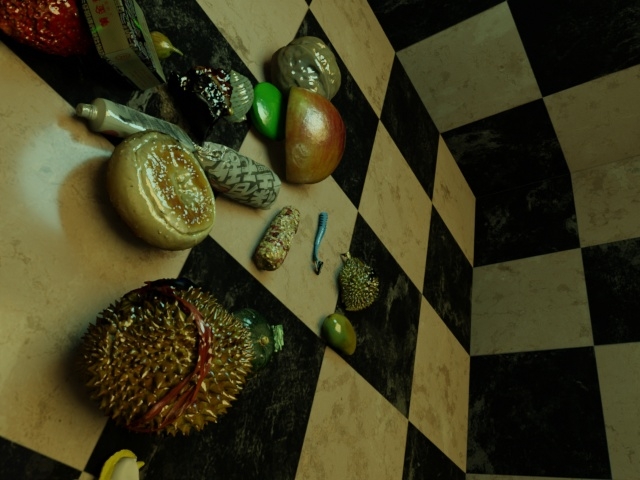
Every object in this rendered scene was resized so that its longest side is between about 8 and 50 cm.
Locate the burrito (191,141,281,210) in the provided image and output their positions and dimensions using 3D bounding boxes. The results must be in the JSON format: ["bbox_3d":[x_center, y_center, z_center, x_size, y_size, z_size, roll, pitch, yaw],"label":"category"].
[{"bbox_3d":[-0.250,-0.191,1.478,0.445,0.101,0.139,20,83,-65],"label":"burrito"}]

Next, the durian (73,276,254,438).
[{"bbox_3d":[-0.318,0.242,1.069,0.384,0.347,0.348,-7,84,-45],"label":"durian"}]

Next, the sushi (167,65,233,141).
[{"bbox_3d":[-0.329,-0.425,1.453,0.172,0.153,0.150,50,58,-3],"label":"sushi"}]

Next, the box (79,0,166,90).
[{"bbox_3d":[-0.468,-0.496,1.187,0.310,0.084,0.198,-148,-140,-84],"label":"box"}]

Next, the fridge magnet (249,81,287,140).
[{"bbox_3d":[-0.176,-0.446,1.737,0.208,0.088,0.208,32,53,-54],"label":"fridge magnet"}]

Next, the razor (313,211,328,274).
[{"bbox_3d":[0.000,0.000,1.878,0.082,0.042,0.253,104,-5,-59],"label":"razor"}]

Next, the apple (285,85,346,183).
[{"bbox_3d":[-0.039,-0.364,1.766,0.254,0.179,0.346,-17,116,-43],"label":"apple"}]

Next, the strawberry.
[{"bbox_3d":[-0.600,-0.491,1.075,0.201,0.187,0.184,-22,56,-30],"label":"strawberry"}]

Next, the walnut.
[{"bbox_3d":[-0.057,-0.611,1.859,0.273,0.227,0.273,24,58,-46],"label":"walnut"}]

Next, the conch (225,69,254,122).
[{"bbox_3d":[-0.273,-0.465,1.605,0.135,0.102,0.153,-26,99,-38],"label":"conch"}]

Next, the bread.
[{"bbox_3d":[-0.392,-0.116,1.224,0.305,0.158,0.306,40,40,-45],"label":"bread"}]

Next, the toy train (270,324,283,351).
[{"bbox_3d":[-0.139,0.305,1.560,0.053,0.033,0.083,4,75,-59],"label":"toy train"}]

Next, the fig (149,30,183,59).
[{"bbox_3d":[-0.440,-0.535,1.379,0.084,0.098,0.082,46,57,-66],"label":"fig"}]

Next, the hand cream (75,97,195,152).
[{"bbox_3d":[-0.459,-0.288,1.278,0.124,0.078,0.340,50,22,26],"label":"hand cream"}]

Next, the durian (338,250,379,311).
[{"bbox_3d":[0.158,0.153,1.966,0.193,0.137,0.237,-7,83,-57],"label":"durian"}]

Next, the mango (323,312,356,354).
[{"bbox_3d":[0.071,0.337,1.822,0.191,0.085,0.122,50,30,-48],"label":"mango"}]

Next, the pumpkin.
[{"bbox_3d":[-0.207,0.280,1.365,0.190,0.146,0.190,7,90,-68],"label":"pumpkin"}]

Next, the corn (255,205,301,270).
[{"bbox_3d":[-0.130,-0.018,1.642,0.098,0.098,0.290,56,37,-27],"label":"corn"}]

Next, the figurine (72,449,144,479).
[{"bbox_3d":[-0.420,0.511,1.020,0.130,0.109,0.178,55,29,9],"label":"figurine"}]
